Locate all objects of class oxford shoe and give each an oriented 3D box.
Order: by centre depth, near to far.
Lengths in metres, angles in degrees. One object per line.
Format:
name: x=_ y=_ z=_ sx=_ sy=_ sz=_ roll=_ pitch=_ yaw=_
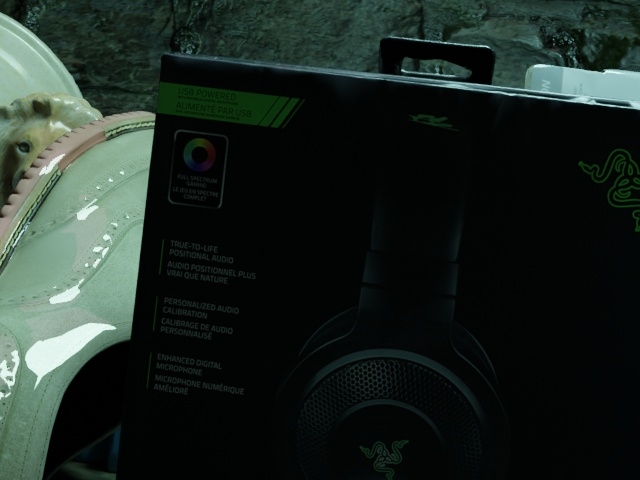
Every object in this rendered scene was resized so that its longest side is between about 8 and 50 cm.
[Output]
oxford shoe: x=-0.150 y=0.046 z=0.664 sx=0.146 sy=0.140 sz=0.397 roll=21 pitch=38 yaw=5

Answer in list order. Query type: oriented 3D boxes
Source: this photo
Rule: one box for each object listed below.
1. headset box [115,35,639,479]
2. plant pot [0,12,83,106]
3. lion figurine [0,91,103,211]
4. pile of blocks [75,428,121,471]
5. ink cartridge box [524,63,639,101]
headset box: x=0.042 y=0.045 z=0.520 sx=0.246 sy=0.283 sz=0.131 roll=9 pitch=5 yaw=8
plant pot: x=-0.400 y=-0.048 z=0.967 sx=0.334 sy=0.334 sz=0.305 roll=7 pitch=17 yaw=-4
lion figurine: x=-0.106 y=0.007 z=0.938 sx=0.392 sy=0.240 sz=0.142 roll=5 pitch=6 yaw=-27
pile of blocks: x=-0.063 y=0.100 z=0.699 sx=0.362 sy=0.113 sz=0.149 roll=9 pitch=6 yaw=21
ink cartridge box: x=0.286 y=0.011 z=0.959 sx=0.272 sy=0.309 sz=0.130 roll=7 pitch=-5 yaw=-8
